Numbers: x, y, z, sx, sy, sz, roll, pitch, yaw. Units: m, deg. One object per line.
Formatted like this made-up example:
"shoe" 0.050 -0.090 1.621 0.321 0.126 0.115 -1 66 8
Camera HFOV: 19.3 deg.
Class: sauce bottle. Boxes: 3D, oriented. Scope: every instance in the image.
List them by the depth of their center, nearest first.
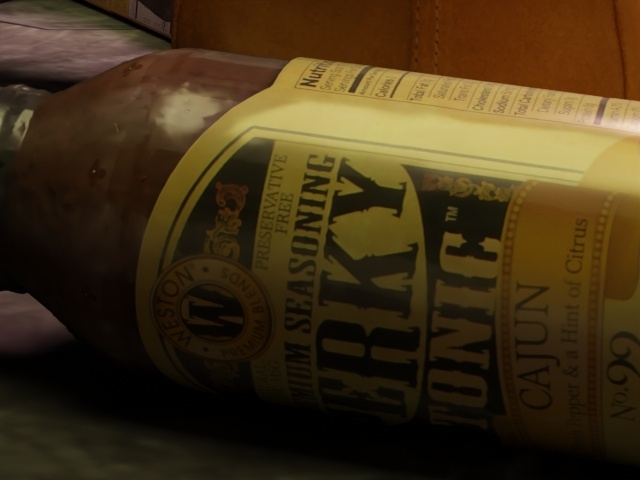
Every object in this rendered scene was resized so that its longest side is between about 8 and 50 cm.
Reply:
"sauce bottle" 0.000 0.000 0.580 0.344 0.111 0.111 7 16 13

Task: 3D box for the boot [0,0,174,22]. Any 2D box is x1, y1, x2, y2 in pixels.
"boot" -0.095 -0.141 0.964 0.222 0.338 0.118 47 -16 9

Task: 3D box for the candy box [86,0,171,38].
"candy box" -0.080 -0.169 1.227 0.109 0.053 0.187 -4 20 -33

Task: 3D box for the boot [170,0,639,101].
"boot" 0.096 -0.072 0.665 0.295 0.211 0.104 3 17 -9
